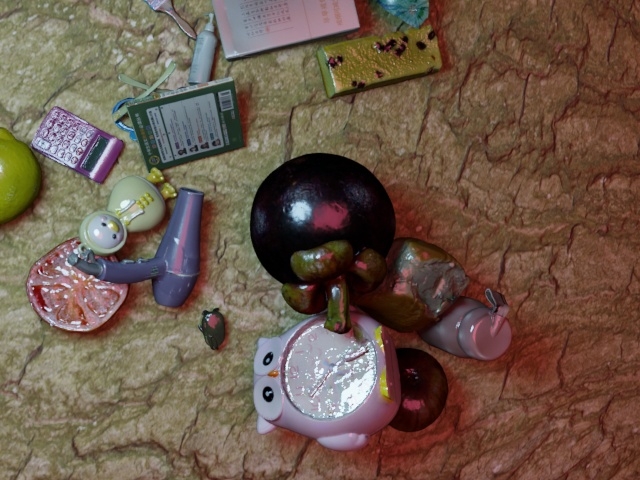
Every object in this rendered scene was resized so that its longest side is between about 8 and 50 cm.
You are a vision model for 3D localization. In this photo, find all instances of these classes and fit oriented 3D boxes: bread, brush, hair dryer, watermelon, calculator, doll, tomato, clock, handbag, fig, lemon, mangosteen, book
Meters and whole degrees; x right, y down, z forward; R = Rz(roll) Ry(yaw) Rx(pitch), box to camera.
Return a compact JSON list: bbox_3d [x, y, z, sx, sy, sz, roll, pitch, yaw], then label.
[{"bbox_3d":[0.244,0.119,1.495,0.250,0.279,0.225,33,67,-24],"label":"bread"},{"bbox_3d":[-0.388,-0.594,1.415,0.070,0.021,0.196,-46,105,-11],"label":"brush"},{"bbox_3d":[-0.416,0.024,1.275,0.361,0.121,0.301,-6,114,-59],"label":"hair dryer"},{"bbox_3d":[0.211,-0.712,1.521,0.146,0.128,0.231,-10,69,-9],"label":"watermelon"},{"bbox_3d":[-0.603,-0.238,1.358,0.190,0.034,0.127,29,85,-10],"label":"calculator"},{"bbox_3d":[-0.467,-0.061,1.313,0.141,0.117,0.296,56,39,-23],"label":"doll"},{"bbox_3d":[-0.587,0.103,1.343,0.236,0.095,0.237,-1,94,-13],"label":"tomato"},{"bbox_3d":[0.016,0.358,1.420,0.376,0.250,0.368,-12,62,17],"label":"clock"},{"bbox_3d":[-0.287,0.240,1.459,0.072,0.047,0.111,-8,94,-21],"label":"handbag"},{"bbox_3d":[0.242,0.421,1.551,0.235,0.214,0.235,-1,78,6],"label":"fig"},{"bbox_3d":[-0.739,-0.134,1.245,0.184,0.184,0.248,18,98,-16],"label":"lemon"},{"bbox_3d":[0.000,0.000,1.342,0.382,0.382,0.435,20,50,-16],"label":"mangosteen"},{"bbox_3d":[0.177,-0.513,1.552,0.361,0.077,0.138,-18,97,-15],"label":"bread"},{"bbox_3d":[-0.331,-0.289,1.375,0.264,0.027,0.202,-19,138,-15],"label":"book"}]

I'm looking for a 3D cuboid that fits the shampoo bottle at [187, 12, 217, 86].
[{"bbox_3d":[-0.301,-0.498,1.424,0.056,0.056,0.195,12,89,-16],"label":"shampoo bottle"}]

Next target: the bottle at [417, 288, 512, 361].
[{"bbox_3d":[0.405,0.226,1.533,0.173,0.297,0.206,22,86,-15],"label":"bottle"}]

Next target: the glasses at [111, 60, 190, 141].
[{"bbox_3d":[-0.405,-0.369,1.356,0.239,0.207,0.102,-15,55,-17],"label":"glasses"}]

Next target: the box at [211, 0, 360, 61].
[{"bbox_3d":[-0.096,-0.615,1.441,0.365,0.051,0.205,-14,97,-2],"label":"box"}]
